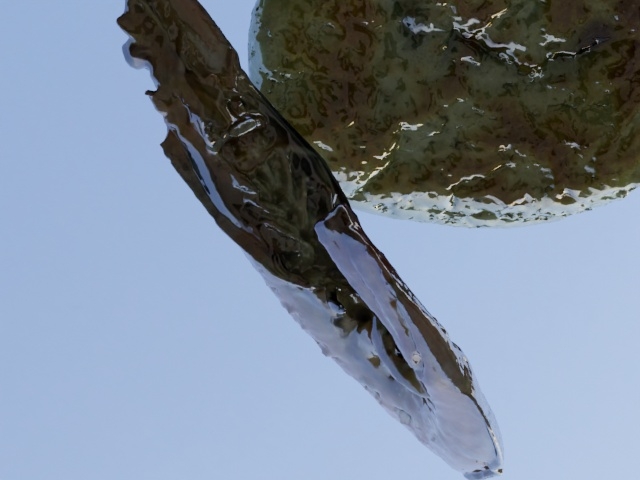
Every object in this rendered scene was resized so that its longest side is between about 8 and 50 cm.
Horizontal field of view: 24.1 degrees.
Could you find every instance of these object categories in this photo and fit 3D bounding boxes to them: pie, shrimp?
[{"bbox_3d":[0.081,-0.096,0.761,0.240,0.054,0.241,-2,-59,-3],"label":"pie"},{"bbox_3d":[0.002,-0.001,0.588,0.052,0.143,0.251,-44,-69,-10],"label":"shrimp"}]
